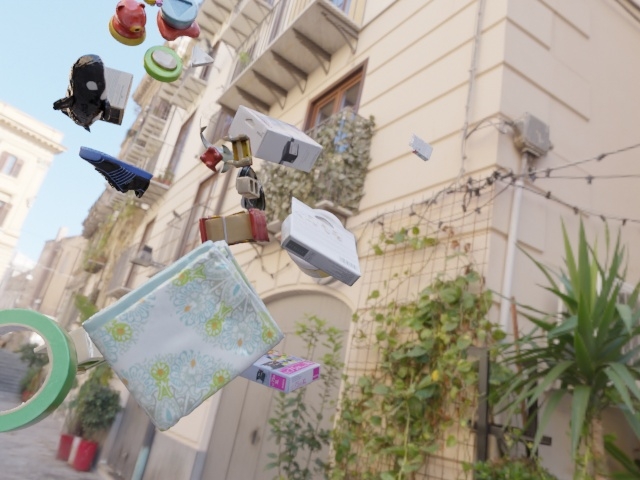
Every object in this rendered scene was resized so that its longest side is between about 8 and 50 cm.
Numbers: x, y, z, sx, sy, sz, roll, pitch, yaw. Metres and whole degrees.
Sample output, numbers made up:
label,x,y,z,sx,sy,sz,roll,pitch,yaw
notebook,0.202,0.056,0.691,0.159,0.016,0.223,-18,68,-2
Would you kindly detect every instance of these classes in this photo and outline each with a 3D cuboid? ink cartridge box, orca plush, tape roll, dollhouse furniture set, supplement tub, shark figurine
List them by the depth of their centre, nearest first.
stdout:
label,x,y,z,sx,sy,sz,roll,pitch,yaw
orca plush,-0.578,-0.334,1.085,0.102,0.151,0.287,-26,14,-37
tape roll,-0.842,0.349,1.267,0.321,0.322,0.077,14,-22,-5
ink cartridge box,-0.177,0.402,1.508,0.310,0.065,0.185,7,1,30
ink cartridge box,0.000,0.000,1.523,0.275,0.239,0.060,31,-64,-20
dollhouse furniture set,-0.311,-0.160,1.629,0.201,0.375,0.152,-8,-3,9
ink cartridge box,-0.812,-0.547,1.726,0.193,0.235,0.088,12,-44,-22
ink cartridge box,-0.181,-0.405,1.886,0.307,0.129,0.223,7,30,-49
ink cartridge box,0.402,-0.379,1.903,0.115,0.063,0.029,30,-20,-20
supplement tub,-0.007,0.026,1.933,0.240,0.241,0.331,9,-12,8
shark figurine,-0.472,-0.434,2.171,0.278,0.116,0.166,33,-60,-21

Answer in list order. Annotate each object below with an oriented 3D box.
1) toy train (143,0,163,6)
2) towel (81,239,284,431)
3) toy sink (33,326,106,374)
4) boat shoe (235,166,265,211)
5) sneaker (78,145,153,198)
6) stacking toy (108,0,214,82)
label,x,y,z,sx,sy,sz,roll,pitch,yaw
toy train,-0.486,-0.709,1.301,0.166,0.125,0.046,10,-22,-28
towel,-0.312,0.217,1.128,0.321,0.374,0.090,58,-19,-7
toy sink,-0.898,0.418,1.720,0.234,0.131,0.153,-24,-17,9
boat shoe,-0.269,-0.205,1.864,0.091,0.114,0.302,24,-19,8
sneaker,-0.606,-0.196,1.377,0.081,0.091,0.232,27,2,41
stacking toy,-0.514,-0.706,1.578,0.280,0.309,0.130,55,-33,-2
